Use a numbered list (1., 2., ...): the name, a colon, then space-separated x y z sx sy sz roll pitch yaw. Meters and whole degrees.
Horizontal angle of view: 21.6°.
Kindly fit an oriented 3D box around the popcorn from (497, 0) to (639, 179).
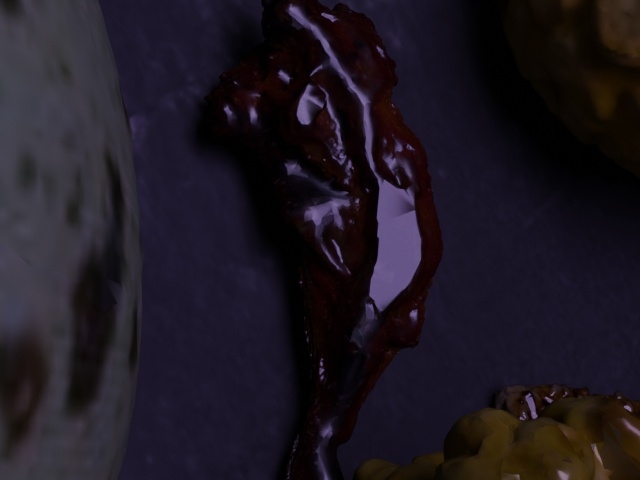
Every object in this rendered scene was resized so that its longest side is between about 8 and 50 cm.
1. popcorn: 0.211 -0.128 0.787 0.250 0.190 0.250 -14 123 -22

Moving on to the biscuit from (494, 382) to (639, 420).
1. biscuit: 0.176 0.141 0.795 0.237 0.026 0.131 11 72 -36

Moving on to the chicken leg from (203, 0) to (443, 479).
1. chicken leg: 0.005 -0.003 0.684 0.089 0.048 0.219 -11 89 -17

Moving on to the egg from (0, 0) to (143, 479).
1. egg: -0.186 -0.021 0.377 0.287 0.287 0.379 8 69 -38

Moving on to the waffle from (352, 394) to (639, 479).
1. waffle: 0.104 0.219 0.624 0.324 0.151 0.261 41 67 -25
